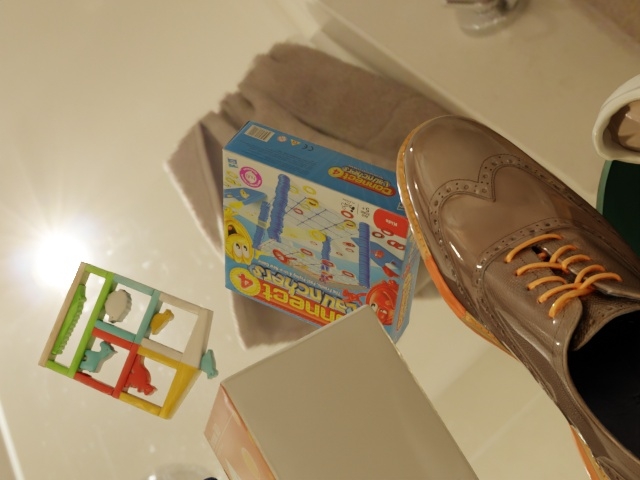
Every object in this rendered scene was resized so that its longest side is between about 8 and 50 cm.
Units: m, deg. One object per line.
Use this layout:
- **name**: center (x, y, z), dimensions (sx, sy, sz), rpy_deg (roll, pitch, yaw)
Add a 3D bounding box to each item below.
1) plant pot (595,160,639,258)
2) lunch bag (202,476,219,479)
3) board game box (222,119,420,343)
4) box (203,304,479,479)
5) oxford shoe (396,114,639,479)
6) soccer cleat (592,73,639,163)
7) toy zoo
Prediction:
- **plant pot**: center (0.375, -0.053, 0.807), dimensions (0.293, 0.235, 0.292), rpy_deg (5, -70, 13)
- **lunch bag**: center (-0.173, 0.403, 1.477), dimensions (0.098, 0.067, 0.065), rpy_deg (-27, -37, -44)
- **board game box**: center (0.000, 0.000, 1.530), dimensions (0.086, 0.308, 0.301), rpy_deg (-53, -23, -41)
- **box**: center (0.046, 0.272, 0.953), dimensions (0.168, 0.345, 0.215), rpy_deg (-26, -16, -20)
- **oxford shoe**: center (0.168, 0.034, 0.646), dimensions (0.130, 0.363, 0.132), rpy_deg (-33, -26, -5)
- **soccer cleat**: center (0.230, -0.070, 0.484), dimensions (0.076, 0.196, 0.068), rpy_deg (-38, -70, -47)
- **toy zoo**: center (-0.303, 0.170, 1.630), dimensions (0.030, 0.293, 0.192), rpy_deg (39, -108, -75)
